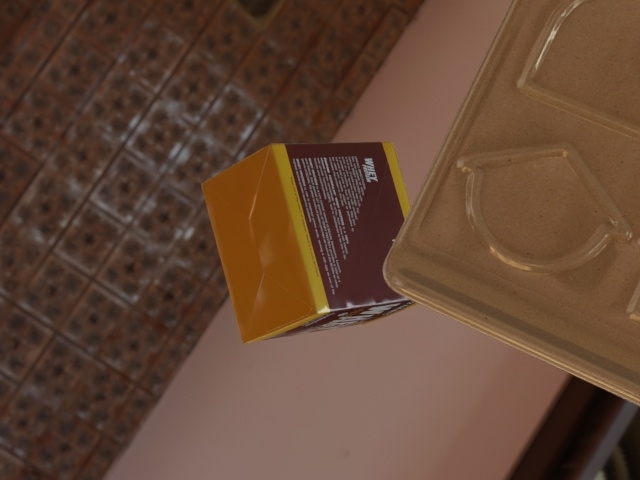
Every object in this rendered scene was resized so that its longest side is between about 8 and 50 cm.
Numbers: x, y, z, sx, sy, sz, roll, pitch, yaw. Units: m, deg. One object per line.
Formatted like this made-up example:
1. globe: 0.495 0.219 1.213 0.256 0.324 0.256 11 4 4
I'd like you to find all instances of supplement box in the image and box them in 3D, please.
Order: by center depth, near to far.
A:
1. supplement box: 0.000 0.000 1.512 0.194 0.191 0.129 -6 -14 -44

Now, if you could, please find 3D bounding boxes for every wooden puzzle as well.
1. wooden puzzle: 0.260 -0.048 1.013 0.322 0.348 0.080 25 -11 13
